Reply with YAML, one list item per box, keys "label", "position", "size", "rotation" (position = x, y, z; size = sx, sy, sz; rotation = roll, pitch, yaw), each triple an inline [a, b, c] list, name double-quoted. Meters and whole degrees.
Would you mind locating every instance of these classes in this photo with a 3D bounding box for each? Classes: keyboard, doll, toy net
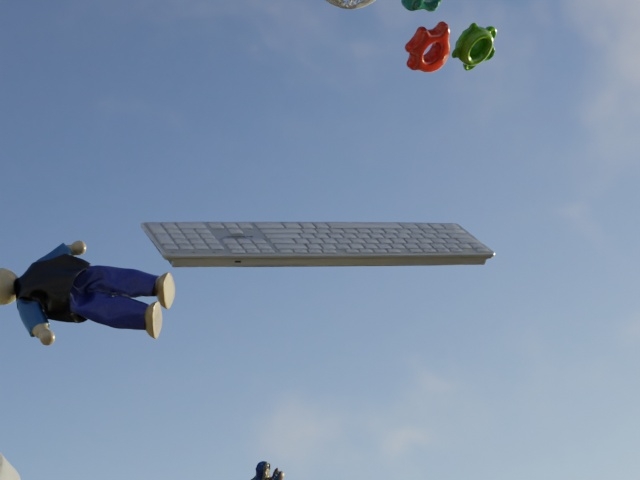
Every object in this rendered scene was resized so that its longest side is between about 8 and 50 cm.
- label: "keyboard"
  position: [0.000, 0.000, 1.103]
  size: [0.256, 0.072, 0.014]
  rotation: [0, -65, -21]
- label: "doll"
  position: [-0.245, 0.054, 1.477]
  size: [0.189, 0.129, 0.046]
  rotation: [8, -40, 13]
- label: "toy net"
  position: [0.054, -0.180, 1.024]
  size: [0.232, 0.045, 0.122]
  rotation: [-1, -56, -45]

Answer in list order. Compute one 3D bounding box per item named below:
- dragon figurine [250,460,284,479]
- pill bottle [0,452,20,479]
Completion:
- label: "dragon figurine"
  position: [-0.020, 0.350, 1.531]
  size: [0.144, 0.085, 0.289]
  rotation: [20, -45, 31]
- label: "pill bottle"
  position: [-0.406, 0.191, 1.481]
  size: [0.131, 0.131, 0.229]
  rotation: [-18, -58, 32]
